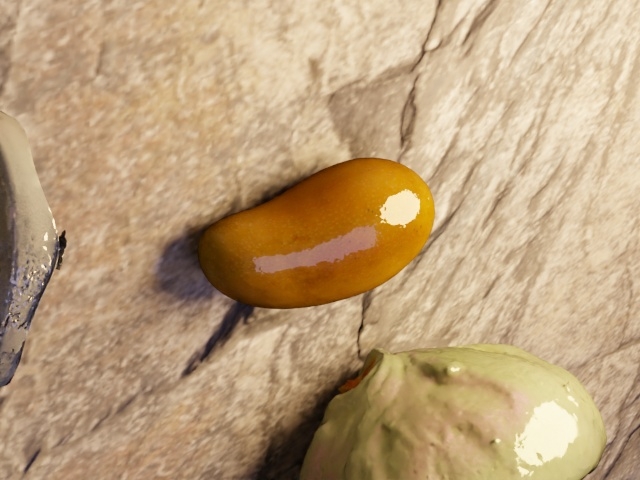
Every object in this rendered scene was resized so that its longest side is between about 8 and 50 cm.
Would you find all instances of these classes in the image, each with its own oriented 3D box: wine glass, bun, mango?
[{"bbox_3d":[-0.250,0.001,0.844,0.196,0.165,0.165,5,119,-47],"label":"wine glass"},{"bbox_3d":[0.080,0.180,1.388,0.293,0.187,0.293,-36,168,-9],"label":"bun"},{"bbox_3d":[0.000,0.000,1.198,0.184,0.085,0.102,-21,137,-28],"label":"mango"}]
